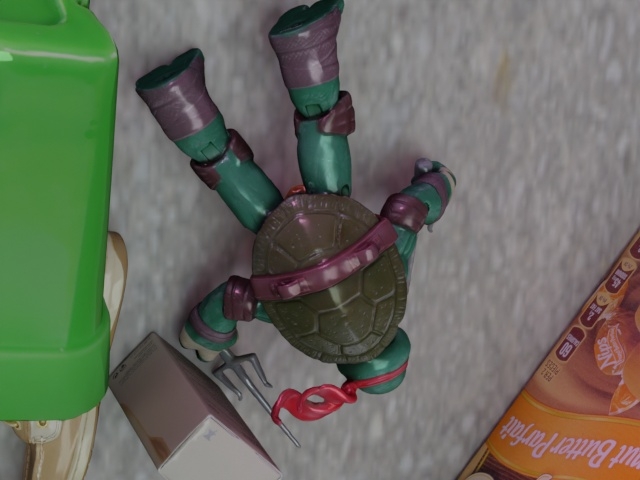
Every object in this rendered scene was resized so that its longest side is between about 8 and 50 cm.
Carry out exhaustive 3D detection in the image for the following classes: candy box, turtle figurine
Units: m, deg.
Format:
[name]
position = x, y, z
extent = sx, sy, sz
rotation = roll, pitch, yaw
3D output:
[candy box]
position = 0.169, 0.155, 0.986
extent = 0.087, 0.183, 0.316
rotation = 34, 94, -26
[turtle figurine]
position = 0.000, 0.000, 0.914
extent = 0.175, 0.118, 0.234
rotation = -26, 109, -10

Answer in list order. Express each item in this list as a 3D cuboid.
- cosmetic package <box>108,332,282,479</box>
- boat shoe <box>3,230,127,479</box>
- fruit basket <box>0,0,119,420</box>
[cosmetic package]
position = -0.069, 0.100, 0.917
extent = 0.041, 0.115, 0.060
rotation = -46, 116, 0
[boat shoe]
position = -0.148, 0.074, 0.913
extent = 0.059, 0.063, 0.170
rotation = 10, 95, -20
[fruit basket]
position = -0.282, 0.012, 0.717
extent = 0.392, 0.283, 0.392
rotation = -14, 138, -13
